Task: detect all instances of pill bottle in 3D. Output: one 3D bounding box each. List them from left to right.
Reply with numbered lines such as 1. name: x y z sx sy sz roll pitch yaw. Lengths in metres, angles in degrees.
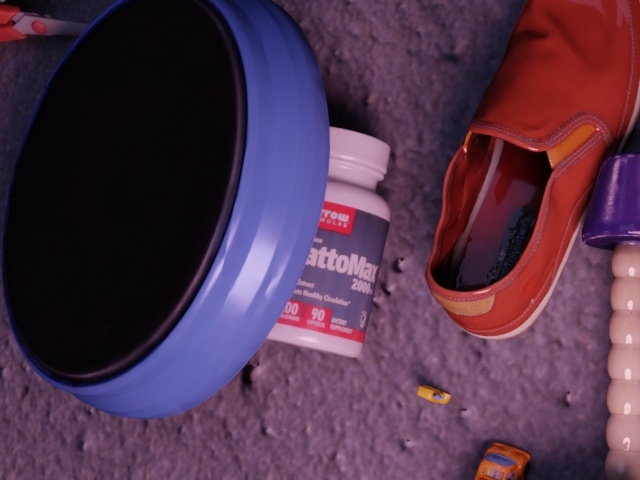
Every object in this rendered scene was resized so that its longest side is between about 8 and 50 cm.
1. pill bottle: 0.000 0.000 1.056 0.108 0.108 0.180 9 84 30

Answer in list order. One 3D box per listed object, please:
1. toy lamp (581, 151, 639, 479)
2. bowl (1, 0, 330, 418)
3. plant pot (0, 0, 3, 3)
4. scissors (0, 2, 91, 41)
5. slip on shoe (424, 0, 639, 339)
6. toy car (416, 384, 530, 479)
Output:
1. toy lamp: 0.229 0.072 0.935 0.080 0.080 0.274 0 82 29
2. bowl: -0.153 -0.043 1.100 0.391 0.077 0.391 -19 64 43
3. plant pot: -0.390 -0.403 1.293 0.290 0.290 0.195 -3 44 28
4. scissors: -0.303 -0.226 1.282 0.297 0.109 0.021 -1 43 29
5. slip on shoe: 0.168 -0.085 0.988 0.123 0.101 0.331 19 87 32
6. toy car: 0.109 0.167 0.999 0.122 0.040 0.060 36 97 30
